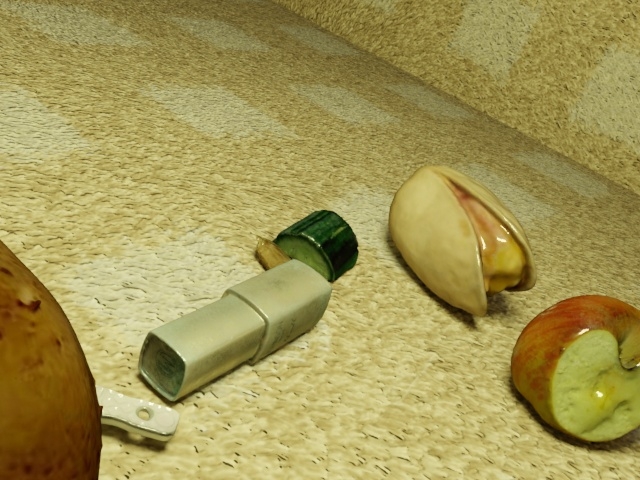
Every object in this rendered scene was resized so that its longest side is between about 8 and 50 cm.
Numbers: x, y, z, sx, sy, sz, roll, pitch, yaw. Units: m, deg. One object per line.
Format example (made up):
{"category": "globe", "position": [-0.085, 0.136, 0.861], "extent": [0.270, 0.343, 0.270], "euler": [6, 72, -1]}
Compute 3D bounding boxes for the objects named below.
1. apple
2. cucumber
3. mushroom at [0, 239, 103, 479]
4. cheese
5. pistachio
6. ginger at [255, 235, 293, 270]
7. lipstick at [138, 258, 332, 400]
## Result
{"category": "apple", "position": [0.352, 0.157, 0.861], "extent": [0.195, 0.173, 0.160], "euler": [20, 29, -13]}
{"category": "cucumber", "position": [0.000, 0.000, 1.014], "extent": [0.116, 0.062, 0.115], "euler": [29, 32, 17]}
{"category": "mushroom", "position": [-0.310, 0.147, 0.373], "extent": [0.331, 0.356, 0.334], "euler": [41, 2, 12]}
{"category": "cheese", "position": [-0.251, 0.133, 0.594], "extent": [0.251, 0.054, 0.127], "euler": [19, 27, -7]}
{"category": "pistachio", "position": [0.224, -0.014, 1.063], "extent": [0.187, 0.188, 0.299], "euler": [6, 27, -28]}
{"category": "ginger", "position": [-0.050, 0.042, 0.921], "extent": [0.057, 0.044, 0.137], "euler": [-13, 38, -21]}
{"category": "lipstick", "position": [-0.089, 0.097, 0.751], "extent": [0.077, 0.079, 0.253], "euler": [35, 31, 21]}
